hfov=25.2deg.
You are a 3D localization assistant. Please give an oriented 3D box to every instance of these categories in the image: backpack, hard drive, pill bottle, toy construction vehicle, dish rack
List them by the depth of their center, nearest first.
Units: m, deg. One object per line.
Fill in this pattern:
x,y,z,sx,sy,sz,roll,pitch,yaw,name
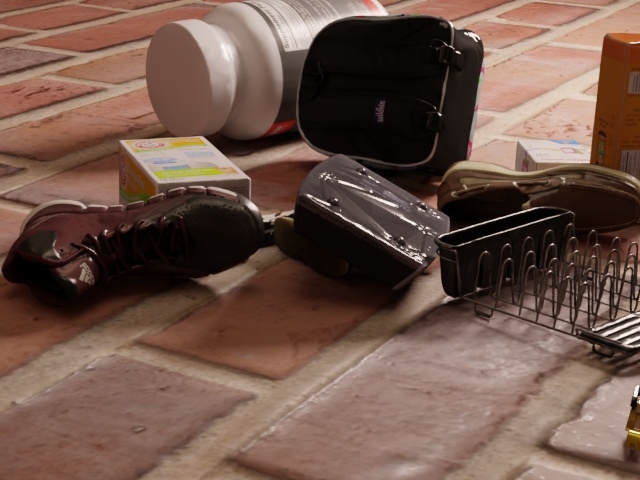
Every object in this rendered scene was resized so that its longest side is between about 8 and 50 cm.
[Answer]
0.306,0.162,1.231,0.086,0.035,0.098,17,24,11,toy construction vehicle
0.278,0.043,1.510,0.208,0.074,0.271,-17,26,-41,dish rack
0.056,-0.022,1.613,0.172,0.054,0.254,30,17,3,hard drive
0.098,-0.203,2.007,0.253,0.225,0.191,7,-3,30,backpack
-0.071,-0.265,2.190,0.363,0.210,0.210,-14,24,-37,pill bottle

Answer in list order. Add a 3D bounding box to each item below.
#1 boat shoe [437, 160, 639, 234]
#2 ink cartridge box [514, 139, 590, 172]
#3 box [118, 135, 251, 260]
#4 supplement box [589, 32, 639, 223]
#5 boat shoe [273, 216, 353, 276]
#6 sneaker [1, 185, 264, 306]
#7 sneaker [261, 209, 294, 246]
0.266,-0.036,1.745,0.257,0.095,0.095,2,31,21,boat shoe
0.325,-0.100,1.971,0.088,0.052,0.122,0,20,-5,ink cartridge box
-0.166,-0.050,1.705,0.114,0.103,0.203,-4,19,-19,box
0.395,-0.142,1.816,0.080,0.233,0.078,1,18,-13,supplement box
0.000,0.000,1.644,0.049,0.056,0.152,-14,24,-29,boat shoe
-0.207,0.022,1.523,0.281,0.106,0.162,-5,22,13,sneaker
-0.049,-0.020,1.726,0.109,0.040,0.044,-8,19,-27,sneaker
